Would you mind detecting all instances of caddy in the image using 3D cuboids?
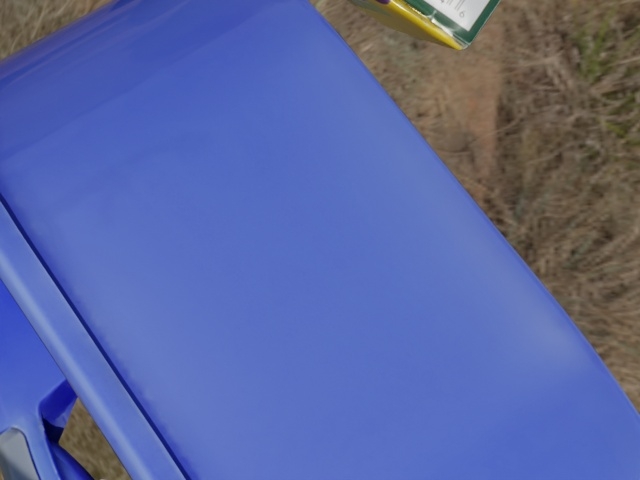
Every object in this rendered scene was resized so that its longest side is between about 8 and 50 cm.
[{"bbox_3d":[-0.026,0.064,0.486,0.179,0.241,0.341,-34,71,-10],"label":"caddy"}]

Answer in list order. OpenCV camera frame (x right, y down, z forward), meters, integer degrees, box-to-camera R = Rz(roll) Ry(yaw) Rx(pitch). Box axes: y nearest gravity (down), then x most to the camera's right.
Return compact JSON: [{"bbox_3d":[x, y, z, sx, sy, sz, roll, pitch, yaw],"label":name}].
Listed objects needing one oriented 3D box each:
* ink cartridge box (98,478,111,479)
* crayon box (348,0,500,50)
[{"bbox_3d":[-0.176,0.419,1.402,0.198,0.270,0.197,12,43,-12],"label":"ink cartridge box"},{"bbox_3d":[-0.051,-0.277,0.890,0.363,0.313,0.106,33,98,-12],"label":"crayon box"}]
